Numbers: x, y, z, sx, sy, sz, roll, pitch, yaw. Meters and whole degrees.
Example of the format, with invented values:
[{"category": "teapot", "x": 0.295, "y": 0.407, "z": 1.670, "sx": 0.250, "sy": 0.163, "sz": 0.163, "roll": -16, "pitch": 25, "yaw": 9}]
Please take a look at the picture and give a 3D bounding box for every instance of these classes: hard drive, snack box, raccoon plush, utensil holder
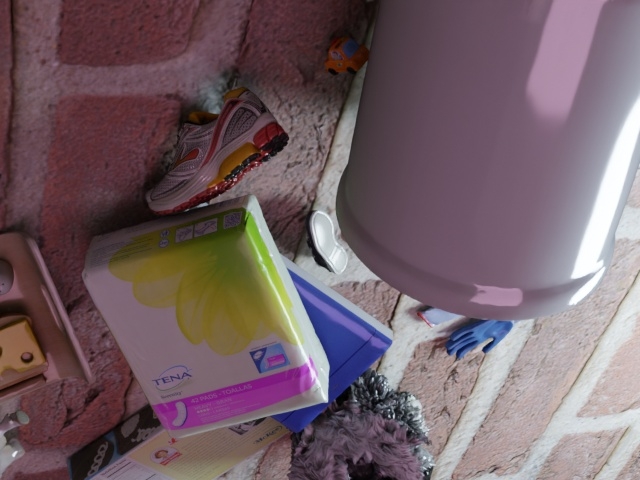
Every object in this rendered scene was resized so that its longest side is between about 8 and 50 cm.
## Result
[{"category": "hard drive", "x": -0.093, "y": 0.108, "z": 1.648, "sx": 0.319, "sy": 0.040, "sz": 0.210, "roll": 35, "pitch": 119, "yaw": -17}, {"category": "snack box", "x": -0.209, "y": 0.311, "z": 1.919, "sx": 0.322, "sy": 0.060, "sz": 0.187, "roll": -34, "pitch": 140, "yaw": 15}, {"category": "raccoon plush", "x": 0.055, "y": 0.217, "z": 1.897, "sx": 0.216, "sy": 0.299, "sz": 0.446, "roll": -8, "pitch": 109, "yaw": 7}, {"category": "utensil holder", "x": 0.200, "y": -0.164, "z": 1.330, "sx": 0.328, "sy": 0.327, "sz": 0.385, "roll": -6, "pitch": 131, "yaw": -18}]

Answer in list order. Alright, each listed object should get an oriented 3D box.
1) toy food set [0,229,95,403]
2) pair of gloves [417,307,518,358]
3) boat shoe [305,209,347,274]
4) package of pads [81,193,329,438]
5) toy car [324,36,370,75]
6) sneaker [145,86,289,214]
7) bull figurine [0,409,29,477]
[{"category": "toy food set", "x": -0.453, "y": 0.142, "z": 1.512, "sx": 0.306, "sy": 0.092, "sz": 0.219, "roll": -22, "pitch": 117, "yaw": -7}, {"category": "pair of gloves", "x": 0.246, "y": 0.114, "z": 1.928, "sx": 0.159, "sy": 0.023, "sz": 0.198, "roll": -29, "pitch": 139, "yaw": 12}, {"category": "boat shoe", "x": 0.000, "y": 0.000, "z": 1.673, "sx": 0.046, "sy": 0.038, "sz": 0.125, "roll": -60, "pitch": 146, "yaw": -21}, {"category": "package of pads", "x": -0.143, "y": 0.101, "z": 1.562, "sx": 0.229, "sy": 0.101, "sz": 0.296, "roll": -15, "pitch": 121, "yaw": 12}, {"category": "toy car", "x": 0.054, "y": -0.240, "z": 1.436, "sx": 0.122, "sy": 0.060, "sz": 0.040, "roll": -43, "pitch": 122, "yaw": -11}, {"category": "sneaker", "x": -0.133, "y": -0.103, "z": 1.471, "sx": 0.225, "sy": 0.092, "sz": 0.088, "roll": -34, "pitch": 174, "yaw": 36}, {"category": "bull figurine", "x": -0.517, "y": 0.259, "z": 1.692, "sx": 0.310, "sy": 0.101, "sz": 0.188, "roll": 21, "pitch": 122, "yaw": -40}]
